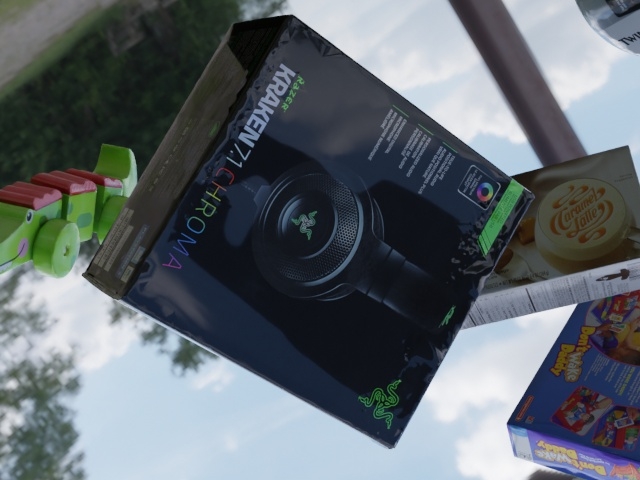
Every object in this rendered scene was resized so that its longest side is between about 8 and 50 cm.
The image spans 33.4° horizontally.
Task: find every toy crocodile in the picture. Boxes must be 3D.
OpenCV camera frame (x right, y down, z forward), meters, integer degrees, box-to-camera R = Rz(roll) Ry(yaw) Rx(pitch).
[{"bbox_3d":[-0.298,-0.033,1.198,0.115,0.105,0.340,14,-163,18],"label":"toy crocodile"}]

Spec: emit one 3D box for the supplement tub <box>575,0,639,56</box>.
[{"bbox_3d":[0.416,-0.322,1.074,0.193,0.193,0.316,-40,-172,-27],"label":"supplement tub"}]

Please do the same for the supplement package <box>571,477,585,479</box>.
[{"bbox_3d":[0.437,0.486,1.689,0.262,0.145,0.204,-32,-169,11],"label":"supplement package"}]

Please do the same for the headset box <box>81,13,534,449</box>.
[{"bbox_3d":[0.000,0.000,0.867,0.246,0.283,0.131,-59,-155,-6],"label":"headset box"}]

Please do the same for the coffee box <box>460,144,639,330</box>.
[{"bbox_3d":[0.252,0.001,1.228,0.247,0.141,0.098,-14,153,14],"label":"coffee box"}]

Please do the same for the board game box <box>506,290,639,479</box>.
[{"bbox_3d":[0.447,0.189,1.510,0.233,0.078,0.347,13,-133,35],"label":"board game box"}]
